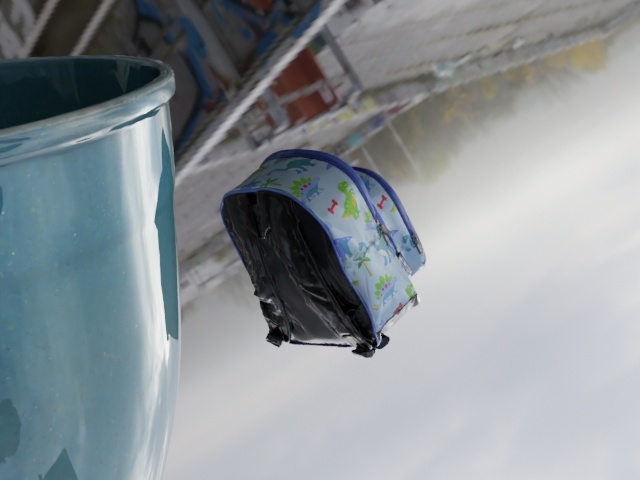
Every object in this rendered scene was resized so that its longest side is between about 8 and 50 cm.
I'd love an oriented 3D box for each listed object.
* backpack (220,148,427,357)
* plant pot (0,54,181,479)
[{"bbox_3d":[0.000,0.000,0.624,0.105,0.114,0.084,1,-143,46],"label":"backpack"},{"bbox_3d":[-0.182,0.069,0.443,0.271,0.255,0.272,-5,-163,2],"label":"plant pot"}]
